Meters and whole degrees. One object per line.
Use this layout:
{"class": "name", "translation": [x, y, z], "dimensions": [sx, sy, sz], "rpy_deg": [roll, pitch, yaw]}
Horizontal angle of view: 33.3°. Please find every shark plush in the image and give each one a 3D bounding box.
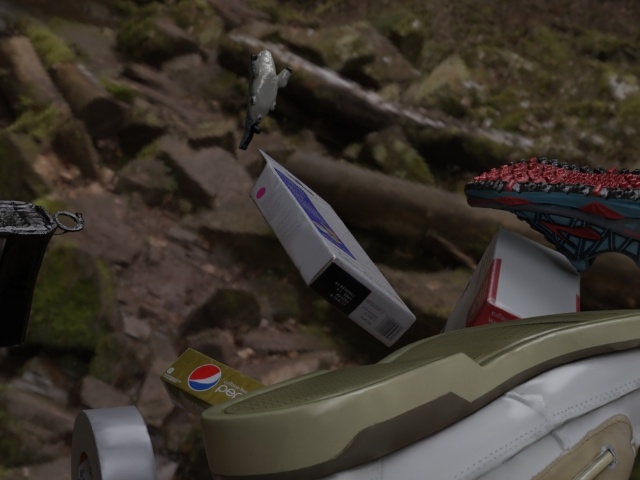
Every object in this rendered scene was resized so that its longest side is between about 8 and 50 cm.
{"class": "shark plush", "translation": [-0.094, -0.222, 1.698], "dimensions": [0.073, 0.161, 0.067], "rpy_deg": [2, 4, -29]}

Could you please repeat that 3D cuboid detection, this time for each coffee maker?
{"class": "coffee maker", "translation": [-0.415, 0.048, 1.413], "dimensions": [0.171, 0.178, 0.120], "rpy_deg": [11, 24, -18]}

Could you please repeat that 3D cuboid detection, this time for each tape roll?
{"class": "tape roll", "translation": [-0.274, 0.331, 1.412], "dimensions": [0.072, 0.219, 0.219], "rpy_deg": [-2, 33, -24]}

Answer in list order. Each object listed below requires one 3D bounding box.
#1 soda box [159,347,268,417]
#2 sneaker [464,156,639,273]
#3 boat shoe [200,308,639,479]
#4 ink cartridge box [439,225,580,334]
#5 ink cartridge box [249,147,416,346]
{"class": "soda box", "translation": [-0.120, 0.206, 1.382], "dimensions": [0.181, 0.058, 0.061], "rpy_deg": [20, 52, 36]}
{"class": "sneaker", "translation": [0.282, -0.019, 1.239], "dimensions": [0.261, 0.125, 0.104], "rpy_deg": [11, 27, 36]}
{"class": "boat shoe", "translation": [0.078, 0.093, 0.477], "dimensions": [0.302, 0.103, 0.113], "rpy_deg": [-9, -2, -42]}
{"class": "ink cartridge box", "translation": [0.197, 0.152, 1.277], "dimensions": [0.114, 0.273, 0.197], "rpy_deg": [24, 29, 1]}
{"class": "ink cartridge box", "translation": [0.000, 0.000, 1.577], "dimensions": [0.175, 0.069, 0.371], "rpy_deg": [38, 12, -33]}
